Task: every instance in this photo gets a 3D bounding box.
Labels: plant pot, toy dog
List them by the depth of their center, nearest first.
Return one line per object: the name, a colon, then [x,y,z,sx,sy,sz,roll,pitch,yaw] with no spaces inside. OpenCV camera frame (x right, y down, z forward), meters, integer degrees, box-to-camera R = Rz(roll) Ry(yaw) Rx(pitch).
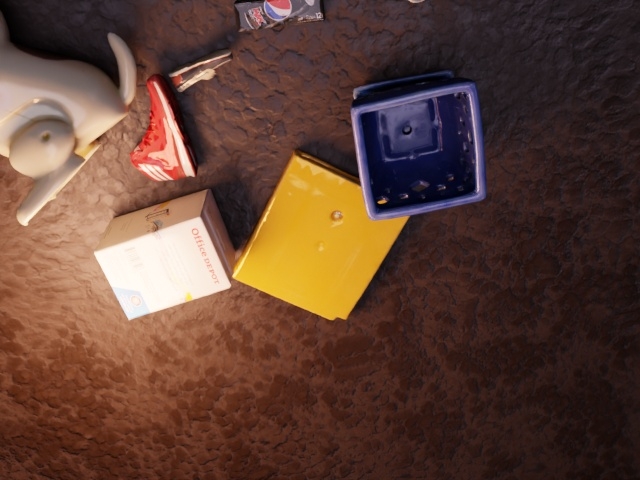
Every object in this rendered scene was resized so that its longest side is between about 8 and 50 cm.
toy dog: [-0.582,-0.286,1.394,0.408,0.284,0.395,41,107,-16]
plant pot: [0.181,-0.200,1.493,0.236,0.212,0.236,-10,115,3]

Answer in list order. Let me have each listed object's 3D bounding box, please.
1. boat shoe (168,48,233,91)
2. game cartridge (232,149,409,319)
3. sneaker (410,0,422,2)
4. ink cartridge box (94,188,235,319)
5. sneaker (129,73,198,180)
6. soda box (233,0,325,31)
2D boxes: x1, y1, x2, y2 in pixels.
boat shoe: [-0.230,-0.335,1.507,0.137,0.049,0.043,-21,117,10]
game cartridge: [0.000,0.000,1.672,0.285,0.053,0.324,25,114,-13]
sneaker: [0.156,-0.554,1.400,0.085,0.086,0.237,-18,113,8]
ink cartridge box: [-0.314,0.024,1.602,0.232,0.168,0.171,-17,115,6]
sneaker: [-0.338,-0.214,1.539,0.128,0.087,0.221,-15,113,3]
soda box: [-0.077,-0.437,1.458,0.169,0.060,0.053,-7,114,1]
